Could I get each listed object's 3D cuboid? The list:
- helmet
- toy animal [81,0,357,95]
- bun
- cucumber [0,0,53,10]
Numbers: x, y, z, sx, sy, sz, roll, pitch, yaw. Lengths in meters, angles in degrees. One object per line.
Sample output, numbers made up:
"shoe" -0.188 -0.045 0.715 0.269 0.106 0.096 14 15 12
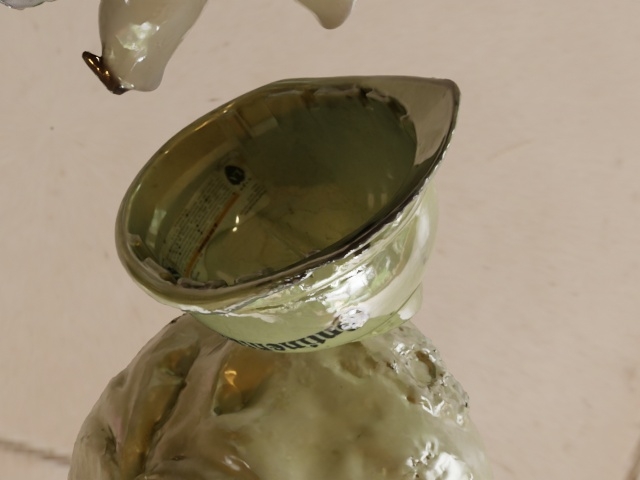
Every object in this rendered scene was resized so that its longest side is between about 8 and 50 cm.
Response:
"helmet" 0.005 0.003 1.255 0.204 0.258 0.137 -54 126 -28
"toy animal" -0.109 -0.261 1.194 0.209 0.154 0.325 -18 92 3
"bun" -0.050 0.200 1.417 0.234 0.326 0.362 16 83 -53
"cucumber" -0.178 -0.175 0.835 0.086 0.115 0.193 -46 121 11
